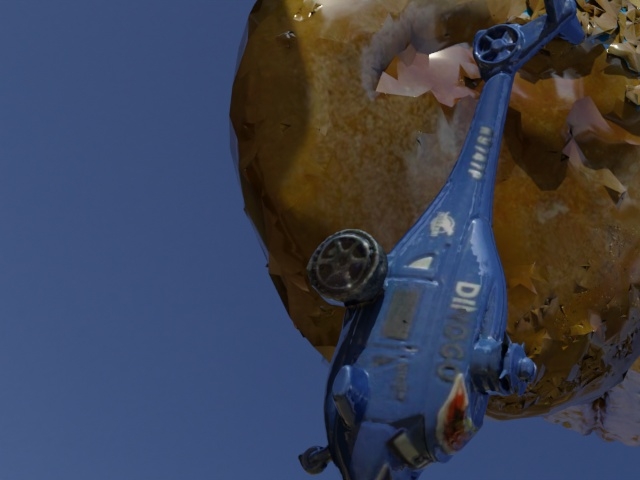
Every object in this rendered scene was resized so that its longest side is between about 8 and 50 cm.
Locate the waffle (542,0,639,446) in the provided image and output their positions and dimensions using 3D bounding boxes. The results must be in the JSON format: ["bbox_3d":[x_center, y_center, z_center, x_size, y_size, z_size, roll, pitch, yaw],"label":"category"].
[{"bbox_3d":[0.275,-0.037,1.139,0.114,0.376,0.261,13,-19,18],"label":"waffle"}]

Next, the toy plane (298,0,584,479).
[{"bbox_3d":[0.040,0.001,0.378,0.062,0.167,0.054,5,-24,32],"label":"toy plane"}]

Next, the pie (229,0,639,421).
[{"bbox_3d":[0.077,-0.041,0.667,0.273,0.273,0.069,62,-19,-5],"label":"pie"}]

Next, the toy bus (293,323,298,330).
[{"bbox_3d":[0.000,0.000,1.356,0.090,0.063,0.203,13,-65,56],"label":"toy bus"}]
